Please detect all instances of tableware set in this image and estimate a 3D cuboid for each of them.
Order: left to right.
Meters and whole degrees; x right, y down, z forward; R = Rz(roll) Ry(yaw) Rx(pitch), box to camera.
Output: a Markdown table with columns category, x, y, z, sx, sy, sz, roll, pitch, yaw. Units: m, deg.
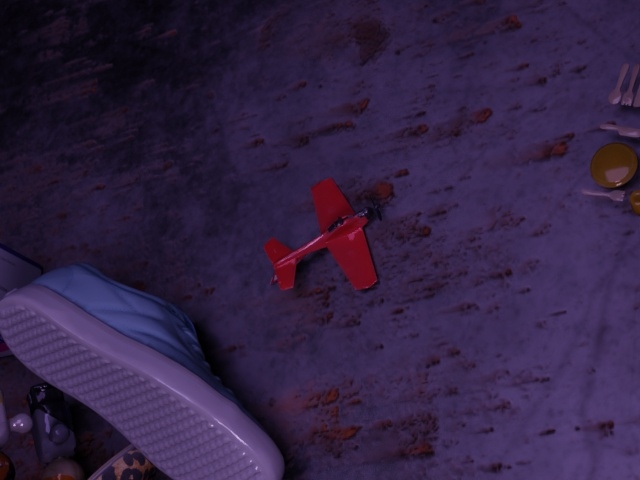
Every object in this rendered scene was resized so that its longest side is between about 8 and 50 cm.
| category | x | y | z | sx | sy | sz | roll | pitch | yaw |
| --- | --- | --- | --- | --- | --- | --- | --- | --- | --- |
| tableware set | 0.323 | -0.099 | 1.658 | 0.104 | 0.024 | 0.154 | 11 | 74 | 31 |

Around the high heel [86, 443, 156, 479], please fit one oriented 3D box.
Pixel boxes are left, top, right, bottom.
| category | x | y | z | sx | sy | sz | roll | pitch | yaw |
| --- | --- | --- | --- | --- | --- | --- | --- | --- | --- |
| high heel | -0.195 | 0.340 | 1.759 | 0.186 | 0.093 | 0.261 | 36 | 71 | 9 |

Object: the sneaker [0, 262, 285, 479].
| category | x | y | z | sx | sy | sz | roll | pitch | yaw |
| --- | --- | --- | --- | --- | --- | --- | --- | --- | --- |
| sneaker | -0.161 | 0.128 | 1.781 | 0.366 | 0.135 | 0.150 | 35 | 48 | 19 |

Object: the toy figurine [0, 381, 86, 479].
| category | x | y | z | sx | sy | sz | roll | pitch | yaw |
| --- | --- | --- | --- | --- | --- | --- | --- | --- | --- |
| toy figurine | -0.371 | 0.239 | 1.806 | 0.209 | 0.213 | 0.148 | -22 | 69 | 18 |

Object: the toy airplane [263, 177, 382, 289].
| category | x | y | z | sx | sy | sz | roll | pitch | yaw |
| --- | --- | --- | --- | --- | --- | --- | --- | --- | --- |
| toy airplane | 0.000 | 0.000 | 1.801 | 0.151 | 0.028 | 0.151 | -14 | 61 | 26 |

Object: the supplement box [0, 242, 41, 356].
| category | x | y | z | sx | sy | sz | roll | pitch | yaw |
| --- | --- | --- | --- | --- | --- | --- | --- | --- | --- |
| supplement box | -0.450 | 0.078 | 1.983 | 0.220 | 0.111 | 0.114 | -10 | 65 | 28 |
